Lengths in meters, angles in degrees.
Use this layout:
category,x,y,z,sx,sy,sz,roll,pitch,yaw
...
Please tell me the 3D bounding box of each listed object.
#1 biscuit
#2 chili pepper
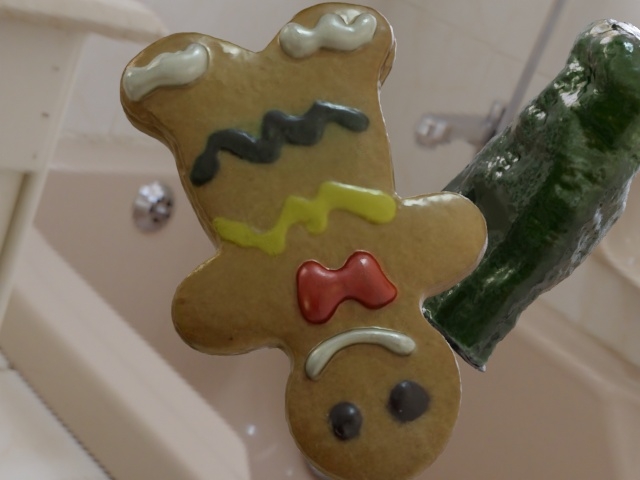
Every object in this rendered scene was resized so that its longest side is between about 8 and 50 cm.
category,x,y,z,sx,sy,sz,roll,pitch,yaw
biscuit,0.000,0.000,0.590,0.158,0.240,0.035,-20,-11,-7
chili pepper,0.163,-0.050,0.843,0.099,0.270,0.136,37,18,-14
